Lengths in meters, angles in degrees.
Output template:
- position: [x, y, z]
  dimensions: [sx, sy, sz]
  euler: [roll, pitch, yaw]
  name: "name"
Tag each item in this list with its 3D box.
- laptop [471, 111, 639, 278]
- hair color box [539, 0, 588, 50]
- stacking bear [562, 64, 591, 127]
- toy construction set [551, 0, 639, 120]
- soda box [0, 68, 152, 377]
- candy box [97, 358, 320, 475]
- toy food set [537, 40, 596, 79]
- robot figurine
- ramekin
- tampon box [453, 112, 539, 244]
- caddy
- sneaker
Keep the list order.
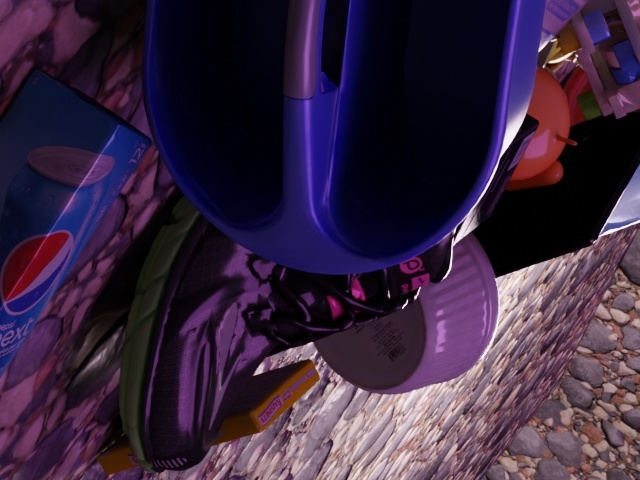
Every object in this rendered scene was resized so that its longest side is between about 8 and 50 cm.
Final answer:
- position: [0.314, -0.005, 2.061]
  dimensions: [0.382, 0.236, 0.408]
  euler: [-23, -156, 48]
  name: "laptop"
- position: [0.257, -0.331, 1.646]
  dimensions: [0.339, 0.110, 0.185]
  euler: [-47, 163, 12]
  name: "hair color box"
- position: [0.384, -0.102, 2.598]
  dimensions: [0.164, 0.175, 0.289]
  euler: [-51, 172, -27]
  name: "stacking bear"
- position: [0.308, -0.263, 1.900]
  dimensions: [0.215, 0.151, 0.328]
  euler: [54, 33, -43]
  name: "toy construction set"
- position: [-0.199, 0.001, 1.126]
  dimensions: [0.210, 0.071, 0.067]
  euler: [-57, 165, 2]
  name: "soda box"
- position: [-0.104, 0.163, 1.623]
  dimensions: [0.206, 0.027, 0.105]
  euler: [-20, -166, 39]
  name: "candy box"
- position: [0.317, -0.248, 2.188]
  dimensions: [0.306, 0.092, 0.220]
  euler: [-40, 158, -47]
  name: "toy food set"
- position: [0.172, -0.122, 1.816]
  dimensions: [0.128, 0.158, 0.219]
  euler: [-13, -172, -26]
  name: "robot figurine"
- position: [0.077, 0.067, 1.891]
  dimensions: [0.109, 0.207, 0.207]
  euler: [-23, 144, -49]
  name: "ramekin"
- position: [0.103, -0.096, 1.698]
  dimensions: [0.101, 0.161, 0.120]
  euler: [-33, 154, -57]
  name: "tampon box"
- position: [0.015, -0.151, 1.108]
  dimensions: [0.179, 0.241, 0.341]
  euler: [-41, 140, -64]
  name: "caddy"
- position: [0.000, 0.000, 1.494]
  dimensions: [0.483, 0.202, 0.185]
  euler: [-54, 164, -10]
  name: "sneaker"
